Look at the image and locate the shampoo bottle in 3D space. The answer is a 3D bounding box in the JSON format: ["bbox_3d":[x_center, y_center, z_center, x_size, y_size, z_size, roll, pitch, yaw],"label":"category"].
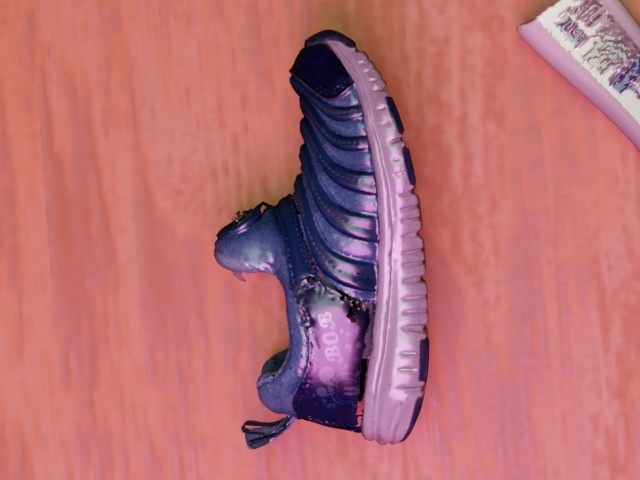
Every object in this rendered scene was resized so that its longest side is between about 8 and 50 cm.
[{"bbox_3d":[0.161,-0.069,0.976,0.049,0.034,0.141,-40,84,-3],"label":"shampoo bottle"}]

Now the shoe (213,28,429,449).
[{"bbox_3d":[0.000,0.000,0.963,0.106,0.091,0.207,0,91,2],"label":"shoe"}]
